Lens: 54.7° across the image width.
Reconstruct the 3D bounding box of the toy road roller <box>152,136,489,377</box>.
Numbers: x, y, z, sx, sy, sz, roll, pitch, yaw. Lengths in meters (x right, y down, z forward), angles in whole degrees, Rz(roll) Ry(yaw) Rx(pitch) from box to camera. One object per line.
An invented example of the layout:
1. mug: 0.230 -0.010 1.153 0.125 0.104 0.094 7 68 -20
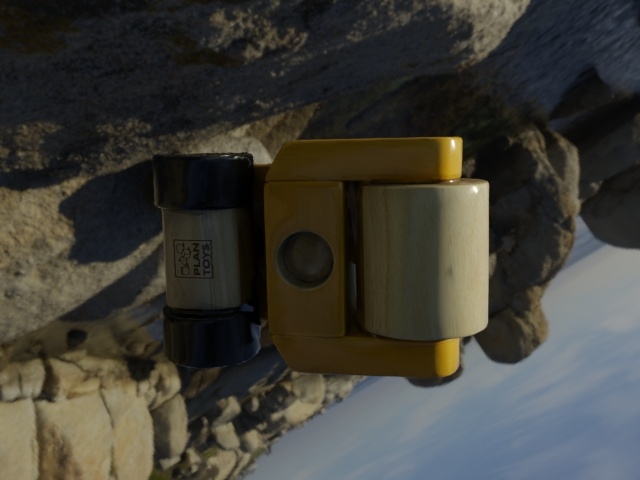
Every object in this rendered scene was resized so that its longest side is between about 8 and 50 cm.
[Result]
1. toy road roller: 0.000 0.000 0.632 0.330 0.202 0.240 1 -171 14
